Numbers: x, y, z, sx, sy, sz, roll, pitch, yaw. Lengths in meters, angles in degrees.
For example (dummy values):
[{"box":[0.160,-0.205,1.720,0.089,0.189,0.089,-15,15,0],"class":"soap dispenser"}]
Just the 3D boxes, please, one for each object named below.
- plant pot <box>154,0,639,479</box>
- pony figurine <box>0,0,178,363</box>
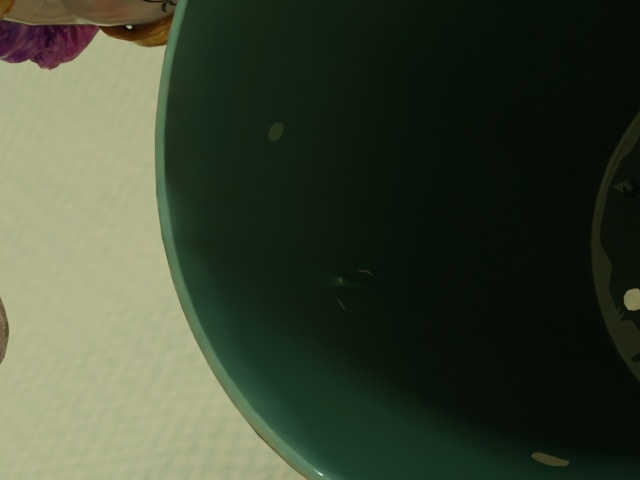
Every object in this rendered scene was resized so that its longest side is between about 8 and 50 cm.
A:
[{"box":[0.131,-0.028,0.626,0.293,0.235,0.293,-10,72,31],"class":"plant pot"},{"box":[-0.212,-0.072,0.732,0.351,0.363,0.303,-31,72,37],"class":"pony figurine"}]
